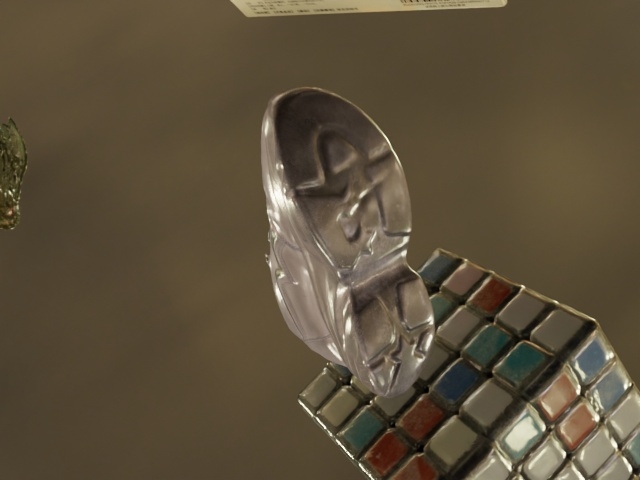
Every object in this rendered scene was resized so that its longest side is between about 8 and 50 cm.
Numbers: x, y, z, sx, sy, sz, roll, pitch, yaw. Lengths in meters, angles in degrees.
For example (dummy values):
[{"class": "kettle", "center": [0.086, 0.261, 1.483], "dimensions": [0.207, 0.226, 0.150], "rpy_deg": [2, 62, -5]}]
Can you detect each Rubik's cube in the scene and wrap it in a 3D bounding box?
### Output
[{"class": "Rubik's cube", "center": [0.200, 0.229, 0.917], "dimensions": [0.292, 0.293, 0.287], "rpy_deg": [-43, -150, -9]}]

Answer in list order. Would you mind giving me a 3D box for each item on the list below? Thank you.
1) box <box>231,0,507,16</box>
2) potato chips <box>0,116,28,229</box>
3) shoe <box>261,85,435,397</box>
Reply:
[{"class": "box", "center": [0.062, -0.387, 0.893], "dimensions": [0.353, 0.069, 0.214], "rpy_deg": [7, -100, 26]}, {"class": "potato chips", "center": [-0.549, -0.118, 1.288], "dimensions": [0.026, 0.209, 0.142], "rpy_deg": [-10, -124, -45]}, {"class": "shoe", "center": [0.000, 0.000, 0.577], "dimensions": [0.095, 0.245, 0.137], "rpy_deg": [-32, -156, -31]}]
